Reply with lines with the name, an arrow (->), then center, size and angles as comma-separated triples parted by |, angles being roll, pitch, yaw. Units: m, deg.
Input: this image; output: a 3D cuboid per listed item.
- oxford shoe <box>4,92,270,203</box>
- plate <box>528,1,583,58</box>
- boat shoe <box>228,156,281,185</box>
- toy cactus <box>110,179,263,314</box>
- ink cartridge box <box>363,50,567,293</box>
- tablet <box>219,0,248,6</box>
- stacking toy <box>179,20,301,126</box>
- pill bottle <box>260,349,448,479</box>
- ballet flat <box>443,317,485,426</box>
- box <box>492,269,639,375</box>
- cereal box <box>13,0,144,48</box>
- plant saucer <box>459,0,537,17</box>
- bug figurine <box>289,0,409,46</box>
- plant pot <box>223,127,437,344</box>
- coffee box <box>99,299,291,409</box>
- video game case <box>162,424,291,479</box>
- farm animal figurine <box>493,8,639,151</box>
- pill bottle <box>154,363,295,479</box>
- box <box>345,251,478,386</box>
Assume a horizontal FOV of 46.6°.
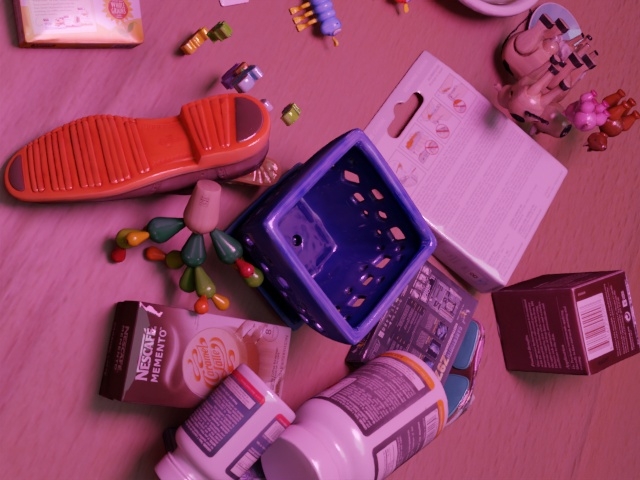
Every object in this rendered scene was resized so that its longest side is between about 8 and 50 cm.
oxford shoe -> -0.245, -0.099, 1.042 | 0.363, 0.133, 0.130 | -11, 63, -8
plate -> 0.519, -0.432, 1.649 | 0.188, 0.024, 0.188 | 4, 82, -32
boat shoe -> -0.148, -0.116, 1.162 | 0.169, 0.059, 0.063 | 16, 83, -10
toy cactus -> -0.182, 0.003, 1.040 | 0.218, 0.181, 0.112 | 22, 30, 5
ink cartridge box -> 0.260, -0.133, 1.438 | 0.385, 0.091, 0.308 | 38, 66, -6
tablet -> -0.152, -0.429, 1.221 | 0.054, 0.006, 0.083 | -22, 98, -33
stacking toy -> -0.122, -0.240, 1.102 | 0.052, 0.221, 0.167 | -45, 113, -5
pill bottle -> 0.055, 0.289, 1.123 | 0.278, 0.162, 0.162 | -23, 98, -41
ballet flat -> 0.267, 0.256, 1.395 | 0.079, 0.076, 0.222 | 42, 63, -44
box -> 0.479, 0.158, 1.458 | 0.167, 0.203, 0.169 | -14, 93, -33
cereal box -> -0.351, -0.396, 1.051 | 0.172, 0.047, 0.240 | -9, 96, -33
plant saucer -> 0.302, -0.631, 1.481 | 0.400, 0.100, 0.401 | 3, 84, -32
bug figurine -> 0.055, -0.480, 1.322 | 0.279, 0.072, 0.216 | -33, 103, -30
plant pot -> 0.000, 0.000, 1.156 | 0.236, 0.212, 0.236 | -46, 109, -27
coffee box -> -0.179, 0.176, 1.089 | 0.246, 0.098, 0.141 | 13, 79, -32
video game case -> -0.084, 0.360, 1.104 | 0.274, 0.026, 0.196 | 8, 38, -33
farm animal figurine -> 0.444, -0.296, 1.457 | 0.330, 0.172, 0.327 | 11, 50, -39
pill bottle -> -0.131, 0.265, 1.000 | 0.180, 0.108, 0.108 | -45, 110, -12
box -> 0.170, 0.162, 1.341 | 0.183, 0.059, 0.233 | 36, 68, -22
